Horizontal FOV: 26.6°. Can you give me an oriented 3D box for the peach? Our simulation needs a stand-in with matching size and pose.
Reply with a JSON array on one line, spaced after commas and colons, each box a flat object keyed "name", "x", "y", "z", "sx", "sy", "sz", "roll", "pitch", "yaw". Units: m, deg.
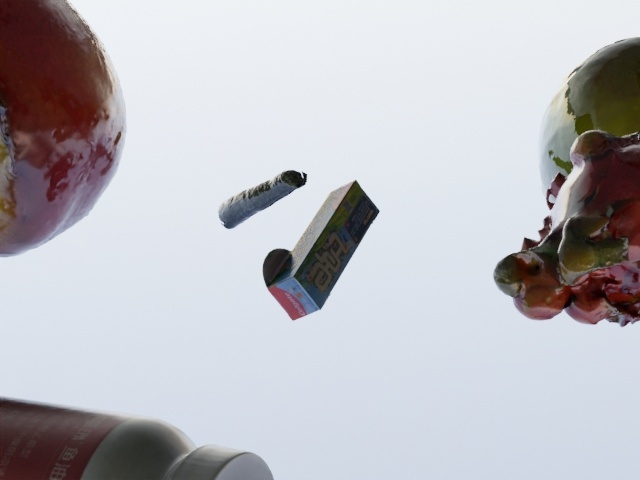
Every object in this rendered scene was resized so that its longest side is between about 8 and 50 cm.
[{"name": "peach", "x": -0.332, "y": -0.142, "z": 1.248, "sx": 0.281, "sy": 0.281, "sz": 0.338, "roll": 29, "pitch": 171, "yaw": 35}]

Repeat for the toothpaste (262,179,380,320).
[{"name": "toothpaste", "x": 0.000, "y": 0.000, "z": 1.507, "sx": 0.044, "sy": 0.070, "sz": 0.193, "roll": -25, "pitch": -158, "yaw": 37}]

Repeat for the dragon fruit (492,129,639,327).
[{"name": "dragon fruit", "x": 0.206, "y": -0.001, "z": 0.955, "sx": 0.208, "sy": 0.150, "sz": 0.133, "roll": -22, "pitch": -155, "yaw": -27}]

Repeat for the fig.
[{"name": "fig", "x": 0.321, "y": -0.101, "z": 1.359, "sx": 0.207, "sy": 0.207, "sz": 0.230, "roll": 6, "pitch": 173, "yaw": -8}]

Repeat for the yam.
[{"name": "yam", "x": -0.057, "y": -0.046, "z": 1.327, "sx": 0.027, "sy": 0.129, "sz": 0.033, "roll": 22, "pitch": -121, "yaw": -30}]

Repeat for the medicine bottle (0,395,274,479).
[{"name": "medicine bottle", "x": -0.159, "y": 0.162, "z": 0.805, "sx": 0.250, "sy": 0.131, "sz": 0.131, "roll": 5, "pitch": -159, "yaw": 25}]
